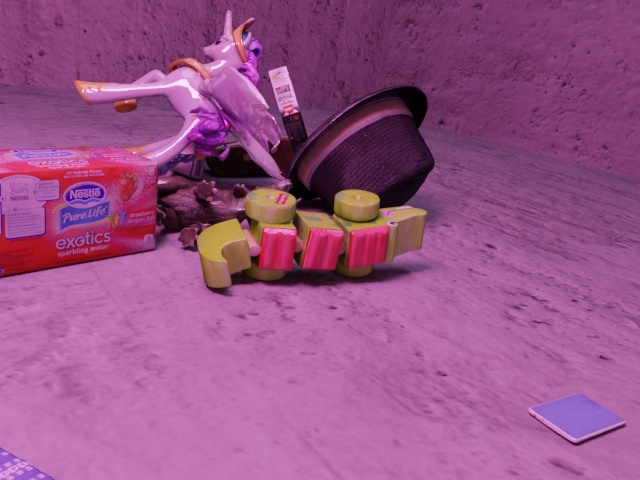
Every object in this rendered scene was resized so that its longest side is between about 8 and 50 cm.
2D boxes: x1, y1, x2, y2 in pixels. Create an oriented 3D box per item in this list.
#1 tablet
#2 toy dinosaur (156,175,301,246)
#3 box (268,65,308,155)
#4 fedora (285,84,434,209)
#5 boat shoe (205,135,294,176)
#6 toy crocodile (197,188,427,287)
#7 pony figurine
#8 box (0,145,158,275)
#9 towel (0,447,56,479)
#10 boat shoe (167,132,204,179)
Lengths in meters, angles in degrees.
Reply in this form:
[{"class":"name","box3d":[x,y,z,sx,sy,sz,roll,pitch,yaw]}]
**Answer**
[{"class":"tablet","box3d":[0.246,0.168,0.566,0.083,0.006,0.054,-3,21,-33]},{"class":"toy dinosaur","box3d":[-0.204,-0.056,0.926,0.314,0.120,0.160,7,2,14]},{"class":"box","box3d":[-0.049,-0.221,1.139,0.036,0.207,0.114,-17,62,2]},{"class":"fedora","box3d":[0.102,-0.140,1.132,0.334,0.334,0.152,-14,61,-50]},{"class":"boat shoe","box3d":[-0.146,-0.201,1.387,0.258,0.095,0.095,-3,15,-32]},{"class":"toy crocodile","box3d":[0.000,0.000,0.802,0.341,0.115,0.105,-3,26,-25]},{"class":"pony figurine","box3d":[-0.220,-0.239,1.122,0.364,0.350,0.303,-29,-11,-9]},{"class":"box","box3d":[-0.349,-0.046,0.756,0.123,0.128,0.257,23,23,37]},{"class":"towel","box3d":[-0.299,0.162,0.308,0.336,0.040,0.243,18,19,22]},{"class":"boat shoe","box3d":[-0.305,-0.204,1.332,0.088,0.096,0.267,9,26,-15]}]
